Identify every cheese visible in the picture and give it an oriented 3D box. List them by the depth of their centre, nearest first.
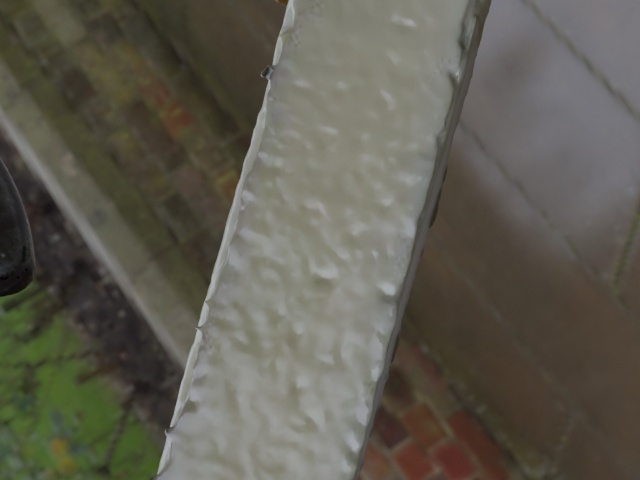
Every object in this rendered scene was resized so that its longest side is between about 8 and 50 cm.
[{"bbox_3d":[0.001,0.000,0.654,0.085,0.400,0.034,16,176,10],"label":"cheese"}]

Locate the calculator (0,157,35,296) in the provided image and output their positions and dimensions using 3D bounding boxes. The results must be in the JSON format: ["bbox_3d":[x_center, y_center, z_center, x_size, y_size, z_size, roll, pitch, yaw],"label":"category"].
[{"bbox_3d":[-0.298,-0.030,1.201,0.268,0.177,0.040,56,140,45],"label":"calculator"}]

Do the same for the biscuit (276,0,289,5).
[{"bbox_3d":[0.051,-0.260,1.473,0.029,0.220,0.142,59,174,19],"label":"biscuit"}]
